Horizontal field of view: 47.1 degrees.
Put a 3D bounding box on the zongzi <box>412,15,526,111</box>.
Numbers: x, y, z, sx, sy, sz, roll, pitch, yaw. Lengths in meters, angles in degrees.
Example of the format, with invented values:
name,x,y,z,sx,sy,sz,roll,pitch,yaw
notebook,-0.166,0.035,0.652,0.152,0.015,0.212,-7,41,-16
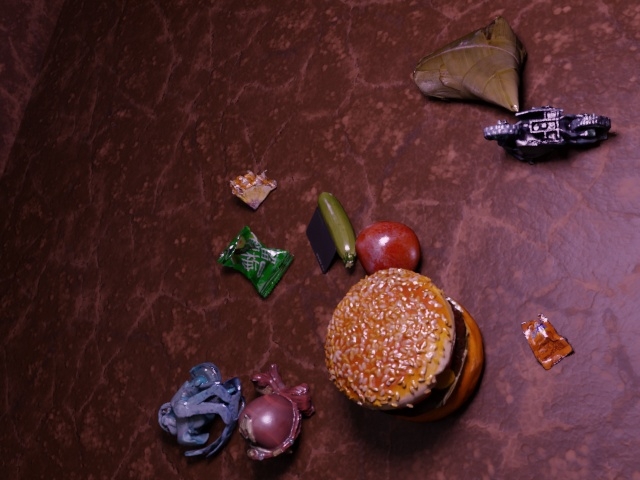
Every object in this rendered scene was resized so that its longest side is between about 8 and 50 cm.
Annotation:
name,x,y,z,sx,sy,sz,roll,pitch,yaw
zongzi,0.353,-0.373,1.788,0.274,0.145,0.300,-19,45,33

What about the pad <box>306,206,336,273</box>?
name,x,y,z,sx,sy,sz,roll,pitch,yaw
pad,0.000,0.000,1.981,0.157,0.003,0.112,66,148,34

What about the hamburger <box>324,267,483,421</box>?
name,x,y,z,sx,sy,sz,roll,pitch,yaw
hamburger,0.176,0.233,1.632,0.330,0.250,0.330,-15,63,31

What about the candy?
name,x,y,z,sx,sy,sz,roll,pitch,yaw
candy,-0.181,0.053,2.091,0.203,0.078,0.141,34,105,29

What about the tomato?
name,x,y,z,sx,sy,sz,roll,pitch,yaw
tomato,0.162,0.028,1.794,0.167,0.167,0.167,-15,64,32

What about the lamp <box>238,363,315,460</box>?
name,x,y,z,sx,sy,sz,roll,pitch,yaw
lamp,-0.126,0.447,1.856,0.215,0.151,0.223,23,43,35

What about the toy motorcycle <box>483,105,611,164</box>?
name,x,y,z,sx,sy,sz,roll,pitch,yaw
toy motorcycle,0.511,-0.240,1.660,0.270,0.159,0.106,-1,80,20

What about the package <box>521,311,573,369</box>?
name,x,y,z,sx,sy,sz,roll,pitch,yaw
package,0.477,0.209,1.557,0.077,0.033,0.110,-33,59,11

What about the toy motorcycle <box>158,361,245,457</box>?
name,x,y,z,sx,sy,sz,roll,pitch,yaw
toy motorcycle,-0.322,0.467,1.992,0.206,0.154,0.260,45,109,16

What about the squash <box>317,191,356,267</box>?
name,x,y,z,sx,sy,sz,roll,pitch,yaw
squash,0.052,-0.031,1.953,0.066,0.066,0.252,-35,55,21

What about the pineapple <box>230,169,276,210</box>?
name,x,y,z,sx,sy,sz,roll,pitch,yaw
pineapple,-0.197,-0.145,2.177,0.137,0.116,0.069,-7,33,-8
